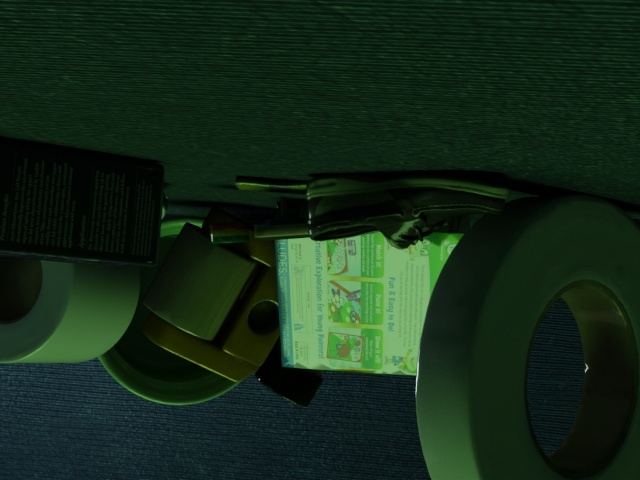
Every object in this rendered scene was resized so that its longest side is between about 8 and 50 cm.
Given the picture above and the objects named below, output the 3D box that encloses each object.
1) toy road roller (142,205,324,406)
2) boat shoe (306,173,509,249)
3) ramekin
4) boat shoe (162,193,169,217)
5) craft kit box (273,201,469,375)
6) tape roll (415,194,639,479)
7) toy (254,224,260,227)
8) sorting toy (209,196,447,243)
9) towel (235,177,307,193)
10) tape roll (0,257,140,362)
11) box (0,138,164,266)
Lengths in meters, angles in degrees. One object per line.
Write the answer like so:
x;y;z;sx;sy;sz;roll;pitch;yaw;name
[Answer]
-0.112;0.085;1.691;0.330;0.202;0.240;29;-178;-29;toy road roller
0.083;-0.027;1.139;0.224;0.073;0.080;2;176;33;boat shoe
-0.239;0.107;1.876;0.304;0.303;0.148;5;-177;-18;ramekin
-0.209;-0.048;1.399;0.046;0.038;0.125;47;159;-9;boat shoe
0.068;0.068;1.497;0.247;0.249;0.061;5;-143;8;craft kit box
0.253;0.142;1.199;0.392;0.391;0.072;8;174;-43;tape roll
0.000;0.000;1.737;0.137;0.056;0.237;12;173;17;toy
0.004;-0.029;1.298;0.275;0.046;0.132;-4;178;2;sorting toy
-0.054;-0.061;1.259;0.083;0.009;0.060;3;175;-2;towel
-0.415;0.062;1.696;0.246;0.246;0.169;2;175;26;tape roll
-0.285;-0.035;1.152;0.207;0.108;0.153;6;176;-36;box
